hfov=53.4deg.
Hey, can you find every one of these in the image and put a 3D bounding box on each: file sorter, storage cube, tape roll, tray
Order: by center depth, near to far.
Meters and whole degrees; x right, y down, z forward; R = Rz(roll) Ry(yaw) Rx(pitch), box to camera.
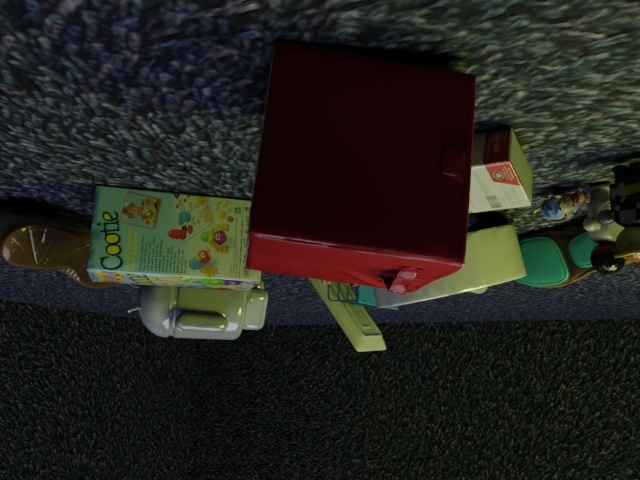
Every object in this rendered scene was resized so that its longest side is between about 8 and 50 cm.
[{"bbox_3d":[0.031,-0.060,0.645,0.193,0.215,0.183,9,167,-6],"label":"storage cube"},{"bbox_3d":[0.234,0.050,1.196,0.286,0.100,0.286,-13,175,-1],"label":"tape roll"},{"bbox_3d":[0.110,0.106,1.593,0.104,0.118,0.170,-4,167,39],"label":"file sorter"},{"bbox_3d":[0.069,0.168,1.635,0.030,0.270,0.145,-47,151,22],"label":"tray"}]

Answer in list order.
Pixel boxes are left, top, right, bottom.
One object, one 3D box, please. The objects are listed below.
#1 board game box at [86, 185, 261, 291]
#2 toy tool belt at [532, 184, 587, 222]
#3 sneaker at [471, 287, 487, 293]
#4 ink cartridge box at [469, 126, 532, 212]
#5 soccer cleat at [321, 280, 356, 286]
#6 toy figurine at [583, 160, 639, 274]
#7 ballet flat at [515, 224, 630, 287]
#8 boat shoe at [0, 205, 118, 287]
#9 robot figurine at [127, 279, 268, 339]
[{"bbox_3d":[-0.248,0.004,1.101,0.275,0.144,0.142,5,167,-15],"label":"board game box"},{"bbox_3d":[0.368,-0.056,0.984,0.051,0.052,0.083,-5,168,-9],"label":"toy tool belt"},{"bbox_3d":[0.330,0.075,1.557,0.212,0.080,0.094,22,169,-40],"label":"sneaker"},{"bbox_3d":[0.189,-0.083,0.809,0.135,0.056,0.099,-6,146,32],"label":"ink cartridge box"},{"bbox_3d":[0.106,0.067,1.457,0.248,0.095,0.083,8,166,-27],"label":"soccer cleat"},{"bbox_3d":[0.487,-0.018,0.888,0.210,0.148,0.213,0,172,5],"label":"toy figurine"},{"bbox_3d":[0.497,0.014,1.211,0.124,0.116,0.342,-14,171,-24],"label":"ballet flat"},{"bbox_3d":[-0.492,0.004,1.251,0.110,0.121,0.341,37,-178,28],"label":"boat shoe"},{"bbox_3d":[-0.321,0.157,1.669,0.354,0.199,0.300,4,-164,-17],"label":"robot figurine"}]
